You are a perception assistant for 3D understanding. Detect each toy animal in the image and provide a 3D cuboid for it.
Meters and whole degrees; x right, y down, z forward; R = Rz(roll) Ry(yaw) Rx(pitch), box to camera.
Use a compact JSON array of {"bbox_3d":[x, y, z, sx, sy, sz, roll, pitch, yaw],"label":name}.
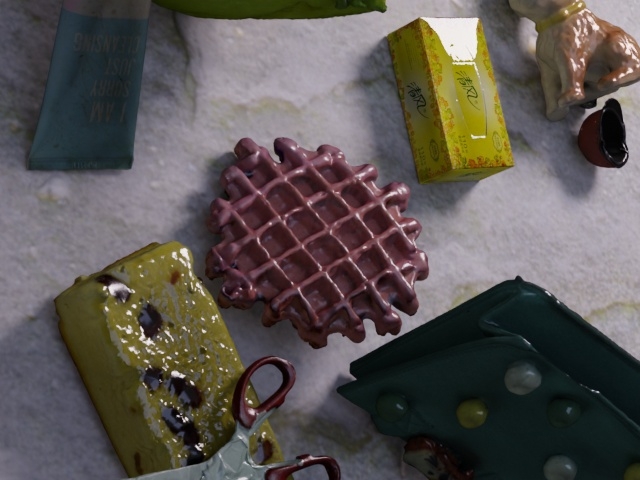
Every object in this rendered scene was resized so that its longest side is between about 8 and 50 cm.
[{"bbox_3d":[0.314,-0.258,1.980,0.184,0.104,0.185,-22,80,-17],"label":"toy animal"}]

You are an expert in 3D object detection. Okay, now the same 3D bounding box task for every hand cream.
[{"bbox_3d":[-0.198,-0.208,1.544,0.111,0.070,0.312,-4,113,-35],"label":"hand cream"}]

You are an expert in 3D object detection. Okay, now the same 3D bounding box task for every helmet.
[{"bbox_3d":[0.328,-0.124,1.995,0.065,0.049,0.084,-13,97,-51],"label":"helmet"}]

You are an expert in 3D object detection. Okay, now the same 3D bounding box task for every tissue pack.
[{"bbox_3d":[0.144,-0.155,1.864,0.095,0.062,0.176,-4,79,-37],"label":"tissue pack"}]

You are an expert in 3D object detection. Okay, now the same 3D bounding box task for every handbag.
[{"bbox_3d":[0.193,0.178,1.659,0.268,0.274,0.100,38,49,-25],"label":"handbag"}]

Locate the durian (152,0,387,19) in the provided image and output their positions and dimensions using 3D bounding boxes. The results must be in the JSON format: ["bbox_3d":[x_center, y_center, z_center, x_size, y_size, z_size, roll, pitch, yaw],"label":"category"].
[{"bbox_3d":[-0.106,-0.334,1.640,0.339,0.204,0.256,-3,107,1],"label":"durian"}]

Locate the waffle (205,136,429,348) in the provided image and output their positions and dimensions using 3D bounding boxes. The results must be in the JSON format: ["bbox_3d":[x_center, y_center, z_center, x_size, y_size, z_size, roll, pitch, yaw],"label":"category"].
[{"bbox_3d":[0.000,0.000,1.680,0.234,0.055,0.221,17,59,-14],"label":"waffle"}]

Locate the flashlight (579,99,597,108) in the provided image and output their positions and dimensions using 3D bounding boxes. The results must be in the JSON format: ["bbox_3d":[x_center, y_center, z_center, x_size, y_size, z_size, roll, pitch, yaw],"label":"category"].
[{"bbox_3d":[0.323,-0.199,2.036,0.018,0.018,0.083,21,64,-32],"label":"flashlight"}]

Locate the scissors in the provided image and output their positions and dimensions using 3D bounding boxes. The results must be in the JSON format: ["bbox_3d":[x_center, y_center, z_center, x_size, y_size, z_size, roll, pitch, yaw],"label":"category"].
[{"bbox_3d":[-0.093,0.208,1.505,0.247,0.017,0.144,-26,91,-39],"label":"scissors"}]

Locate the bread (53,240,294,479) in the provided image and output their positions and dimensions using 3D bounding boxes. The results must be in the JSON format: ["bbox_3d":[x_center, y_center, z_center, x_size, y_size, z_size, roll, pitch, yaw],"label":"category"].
[{"bbox_3d":[-0.116,0.181,1.556,0.138,0.077,0.361,-24,91,-40],"label":"bread"}]
